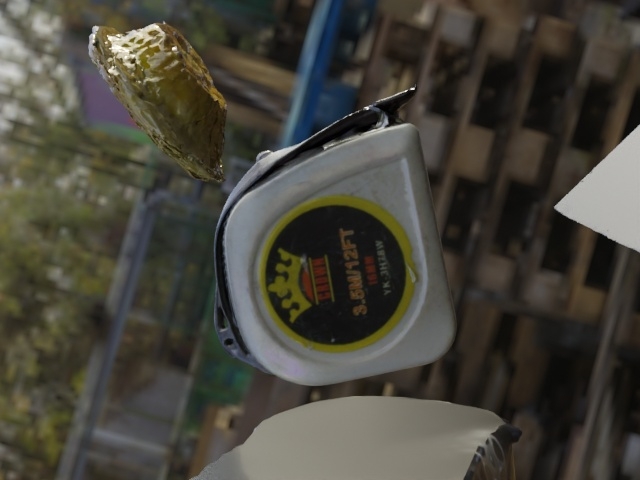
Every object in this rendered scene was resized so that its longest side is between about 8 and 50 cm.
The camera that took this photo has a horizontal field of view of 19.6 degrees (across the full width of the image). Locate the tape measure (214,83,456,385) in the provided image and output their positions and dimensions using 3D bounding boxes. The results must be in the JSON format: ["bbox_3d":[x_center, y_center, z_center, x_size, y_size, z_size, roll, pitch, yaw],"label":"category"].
[{"bbox_3d":[0.000,0.000,1.809,0.133,0.231,0.271,-131,31,-84],"label":"tape measure"}]

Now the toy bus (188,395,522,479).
[{"bbox_3d":[-0.002,0.212,1.014,0.386,0.171,0.162,-31,-59,-67],"label":"toy bus"}]

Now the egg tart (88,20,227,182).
[{"bbox_3d":[-0.091,-0.093,1.164,0.049,0.129,0.129,-39,11,9],"label":"egg tart"}]

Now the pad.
[{"bbox_3d":[0.334,-0.091,1.678,0.243,0.004,0.163,-43,26,-6],"label":"pad"}]
